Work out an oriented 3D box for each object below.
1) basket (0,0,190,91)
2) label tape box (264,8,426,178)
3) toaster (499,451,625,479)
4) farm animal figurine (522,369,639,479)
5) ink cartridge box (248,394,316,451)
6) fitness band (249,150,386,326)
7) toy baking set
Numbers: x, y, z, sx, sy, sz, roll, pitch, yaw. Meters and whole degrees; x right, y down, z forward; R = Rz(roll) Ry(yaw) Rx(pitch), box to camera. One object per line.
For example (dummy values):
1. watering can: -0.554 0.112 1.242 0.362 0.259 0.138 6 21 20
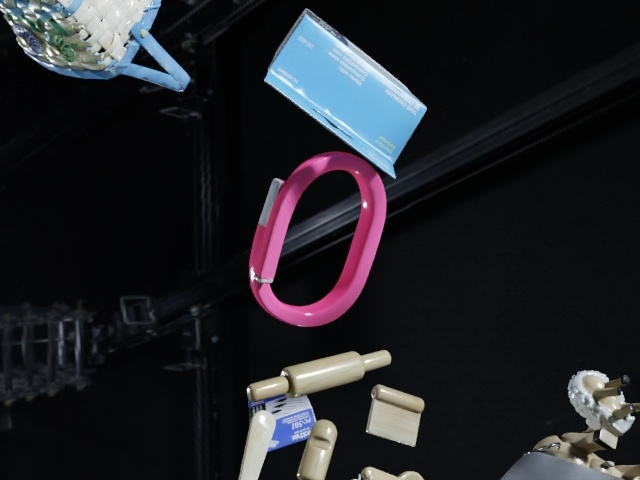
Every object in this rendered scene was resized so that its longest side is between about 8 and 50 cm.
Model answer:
1. basket: -0.379 -0.358 1.099 0.254 0.289 0.201 19 -100 28
2. label tape box: 0.044 -0.250 1.064 0.240 0.334 0.106 34 -73 -14
3. toaster: 0.264 0.311 0.643 0.168 0.110 0.185 48 -19 -9
4. farm animal figurine: 0.424 0.408 0.975 0.327 0.330 0.172 47 -36 -1
5. ink cartridge box: -0.064 0.279 1.070 0.097 0.207 0.046 -17 -88 -6
6. fitness band: 0.000 0.000 1.057 0.054 0.209 0.291 32 -73 55
7. toy baking set: 0.008 0.207 0.618 0.030 0.256 0.197 -36 -118 54
